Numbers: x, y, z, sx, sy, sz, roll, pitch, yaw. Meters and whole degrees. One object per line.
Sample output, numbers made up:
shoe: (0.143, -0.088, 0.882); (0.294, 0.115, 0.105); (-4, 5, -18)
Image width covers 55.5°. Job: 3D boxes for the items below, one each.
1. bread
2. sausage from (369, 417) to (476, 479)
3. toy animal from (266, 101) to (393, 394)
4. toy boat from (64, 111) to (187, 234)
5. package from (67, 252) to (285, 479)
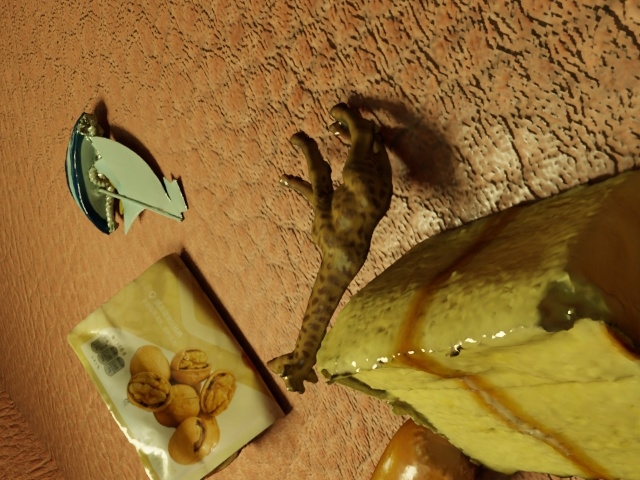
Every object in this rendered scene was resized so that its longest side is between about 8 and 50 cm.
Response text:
bread: (0.158, 0.115, 0.456); (0.263, 0.198, 0.236); (-24, 99, 53)
sausage: (0.098, 0.288, 0.672); (0.105, 0.105, 0.275); (40, 136, 27)
toy animal: (0.008, -0.002, 0.565); (0.149, 0.054, 0.276); (-17, 64, 35)
toy boat: (-0.319, -0.089, 0.979); (0.291, 0.067, 0.221); (20, 123, 38)
package: (-0.216, 0.213, 0.980); (0.311, 0.221, 0.165); (51, 179, 14)
